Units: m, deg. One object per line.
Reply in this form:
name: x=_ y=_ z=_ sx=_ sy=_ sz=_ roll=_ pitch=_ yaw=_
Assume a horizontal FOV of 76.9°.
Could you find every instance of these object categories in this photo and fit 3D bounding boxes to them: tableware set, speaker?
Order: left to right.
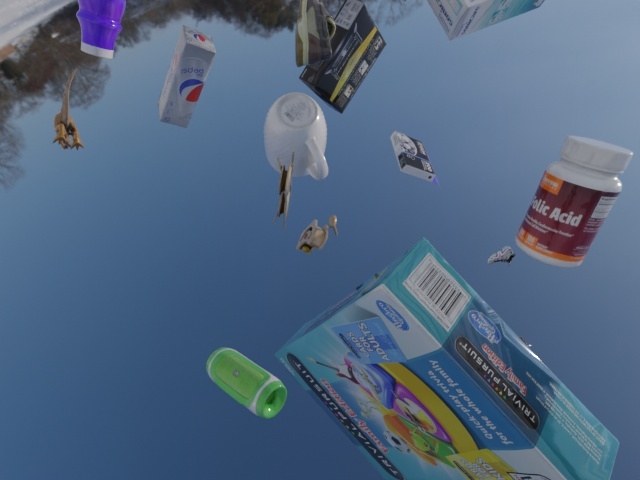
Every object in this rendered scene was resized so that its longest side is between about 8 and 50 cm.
speaker: x=-0.252 y=0.465 z=1.339 sx=0.296 sy=0.131 sz=0.131 roll=18 pitch=-123 yaw=38
tableware set: x=-0.101 y=-0.125 z=1.050 sx=0.039 sy=0.194 sz=0.128 roll=9 pitch=-119 yaw=-3

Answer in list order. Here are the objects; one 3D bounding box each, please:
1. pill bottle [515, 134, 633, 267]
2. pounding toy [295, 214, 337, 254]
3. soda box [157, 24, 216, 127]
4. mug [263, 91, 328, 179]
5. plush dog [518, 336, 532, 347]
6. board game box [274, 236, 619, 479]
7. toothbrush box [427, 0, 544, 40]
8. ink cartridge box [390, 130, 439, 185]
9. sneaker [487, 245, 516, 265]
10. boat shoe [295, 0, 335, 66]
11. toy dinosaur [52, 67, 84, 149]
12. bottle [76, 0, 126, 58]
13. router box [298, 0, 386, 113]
pill bottle: x=0.828 y=-0.128 z=1.332 sx=0.223 sy=0.393 sz=0.224 roll=9 pitch=-154 yaw=-4
pounding toy: x=0.000 y=0.000 z=2.003 sx=0.269 sy=0.154 sz=0.154 roll=-44 pitch=-155 yaw=48
soda box: x=-0.418 y=-0.494 z=1.242 sx=0.286 sy=0.091 sz=0.098 roll=-50 pitch=-133 yaw=38
mug: x=-0.081 y=-0.421 z=1.709 sx=0.276 sy=0.328 sz=0.374 roll=-30 pitch=-101 yaw=-12
plush dog: x=0.307 y=0.221 z=0.901 sx=0.210 sy=0.262 sz=0.225 roll=-39 pitch=-117 yaw=-17
board game box: x=0.098 y=0.178 z=0.485 sx=0.079 sy=0.254 sz=0.336 roll=-40 pitch=175 yaw=-34
toothbrush box: x=0.433 y=-0.691 z=1.049 sx=0.295 sy=0.126 sz=0.217 roll=-23 pitch=-100 yaw=-7
ink cartridge box: x=0.397 y=-0.337 z=1.651 sx=0.045 sy=0.208 sz=0.207 roll=-48 pitch=-142 yaw=42
sneaker: x=0.680 y=0.072 z=1.503 sx=0.098 sy=0.038 sz=0.069 roll=-43 pitch=-135 yaw=19
boat shoe: x=-0.008 y=-0.398 z=0.759 sx=0.073 sy=0.080 sz=0.224 roll=5 pitch=-129 yaw=-4
toy dinosaur: x=-0.586 y=-0.274 z=0.921 sx=0.211 sy=0.064 sz=0.112 roll=-44 pitch=-115 yaw=44
bottle: x=-0.478 y=-0.556 z=0.885 sx=0.092 sy=0.283 sz=0.118 roll=12 pitch=-156 yaw=-17
router box: x=0.086 y=-0.646 z=1.443 sx=0.081 sy=0.243 sz=0.309 roll=39 pitch=-79 yaw=25
